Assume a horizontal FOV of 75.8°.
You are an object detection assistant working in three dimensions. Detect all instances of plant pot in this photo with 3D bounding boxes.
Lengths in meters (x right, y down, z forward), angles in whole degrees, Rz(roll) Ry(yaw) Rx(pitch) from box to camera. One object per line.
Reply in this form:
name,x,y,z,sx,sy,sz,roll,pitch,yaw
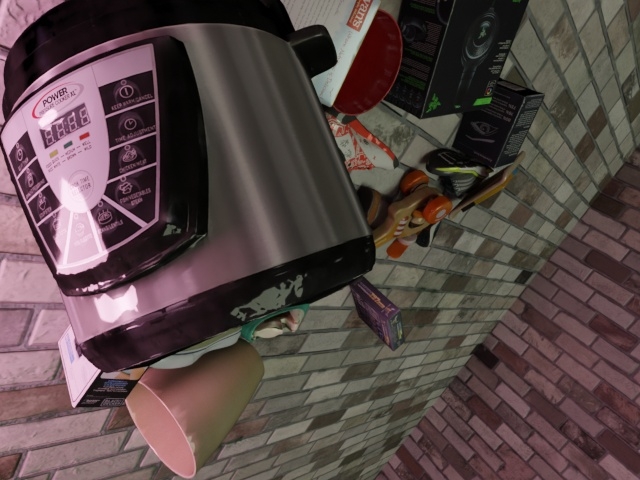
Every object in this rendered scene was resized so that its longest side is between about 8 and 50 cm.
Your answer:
plant pot,-0.273,0.363,0.991,0.274,0.257,0.256,-30,143,-45

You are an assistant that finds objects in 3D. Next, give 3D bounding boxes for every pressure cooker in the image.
pressure cooker,-0.165,-0.091,0.524,0.370,0.420,0.376,-17,174,-34

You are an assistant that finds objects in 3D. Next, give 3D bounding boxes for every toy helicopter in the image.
toy helicopter,0.210,-0.027,1.205,0.355,0.140,0.235,-32,151,-2

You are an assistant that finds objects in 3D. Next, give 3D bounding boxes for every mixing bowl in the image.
mixing bowl,0.052,-0.337,0.759,0.182,0.098,0.181,-24,137,-25

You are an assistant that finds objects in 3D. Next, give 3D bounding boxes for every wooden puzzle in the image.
wooden puzzle,0.532,-0.167,1.304,0.221,0.044,0.238,-36,173,-42

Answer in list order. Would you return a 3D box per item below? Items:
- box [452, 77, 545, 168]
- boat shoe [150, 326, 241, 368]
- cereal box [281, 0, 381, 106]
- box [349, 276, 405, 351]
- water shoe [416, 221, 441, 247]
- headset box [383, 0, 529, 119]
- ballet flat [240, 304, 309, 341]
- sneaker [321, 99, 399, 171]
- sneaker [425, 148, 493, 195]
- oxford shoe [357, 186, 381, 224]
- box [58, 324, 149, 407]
box,0.490,-0.329,1.148,0.108,0.153,0.207,-18,136,-33
boat shoe,-0.279,0.198,0.911,0.302,0.109,0.094,-2,109,-68
cereal box,-0.053,-0.333,0.617,0.240,0.047,0.173,21,110,-20
box,0.189,0.241,1.350,0.059,0.183,0.232,-36,141,-13
water shoe,0.360,-0.072,1.341,0.080,0.073,0.203,-42,153,-43
headset box,0.285,-0.413,0.889,0.247,0.131,0.283,-17,135,-32
ballet flat,-0.111,0.221,1.121,0.247,0.087,0.083,-11,130,-38
sneaker,0.059,-0.186,0.914,0.270,0.090,0.145,26,105,-48
sneaker,0.411,-0.193,1.237,0.300,0.111,0.121,0,127,-41
oxford shoe,0.107,-0.040,1.109,0.076,0.076,0.212,1,122,-52
box,-0.349,0.137,0.750,0.290,0.169,0.087,-51,140,8
